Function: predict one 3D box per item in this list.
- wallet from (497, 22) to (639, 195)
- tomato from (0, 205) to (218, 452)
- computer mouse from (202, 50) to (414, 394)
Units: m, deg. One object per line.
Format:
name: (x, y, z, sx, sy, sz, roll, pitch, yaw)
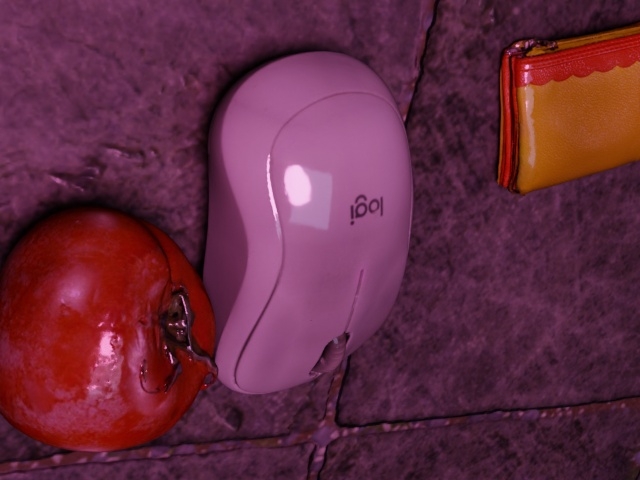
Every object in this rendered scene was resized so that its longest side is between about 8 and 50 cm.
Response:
wallet: (0.277, -0.134, 0.889, 0.241, 0.067, 0.141, -17, 119, -22)
tomato: (-0.159, 0.064, 0.690, 0.187, 0.151, 0.187, 7, 82, -63)
computer mouse: (0.000, 0.000, 0.754, 0.184, 0.121, 0.297, -14, 118, -39)
